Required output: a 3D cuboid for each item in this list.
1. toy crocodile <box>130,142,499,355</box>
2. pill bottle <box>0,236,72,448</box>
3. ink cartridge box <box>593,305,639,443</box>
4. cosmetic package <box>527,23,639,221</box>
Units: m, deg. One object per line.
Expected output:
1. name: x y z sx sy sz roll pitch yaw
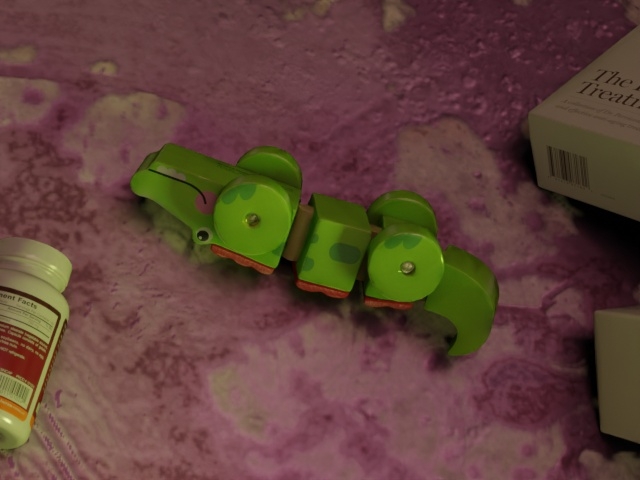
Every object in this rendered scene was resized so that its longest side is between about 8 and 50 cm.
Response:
1. toy crocodile: 0.000 0.000 1.109 0.340 0.105 0.115 18 20 -7
2. pill bottle: -0.247 0.078 1.000 0.086 0.086 0.152 18 61 -8
3. ink cartridge box: 0.412 0.109 1.106 0.283 0.207 0.117 -4 92 -19
4. cosmetic package: 0.427 -0.107 1.168 0.284 0.097 0.377 -37 41 -30
